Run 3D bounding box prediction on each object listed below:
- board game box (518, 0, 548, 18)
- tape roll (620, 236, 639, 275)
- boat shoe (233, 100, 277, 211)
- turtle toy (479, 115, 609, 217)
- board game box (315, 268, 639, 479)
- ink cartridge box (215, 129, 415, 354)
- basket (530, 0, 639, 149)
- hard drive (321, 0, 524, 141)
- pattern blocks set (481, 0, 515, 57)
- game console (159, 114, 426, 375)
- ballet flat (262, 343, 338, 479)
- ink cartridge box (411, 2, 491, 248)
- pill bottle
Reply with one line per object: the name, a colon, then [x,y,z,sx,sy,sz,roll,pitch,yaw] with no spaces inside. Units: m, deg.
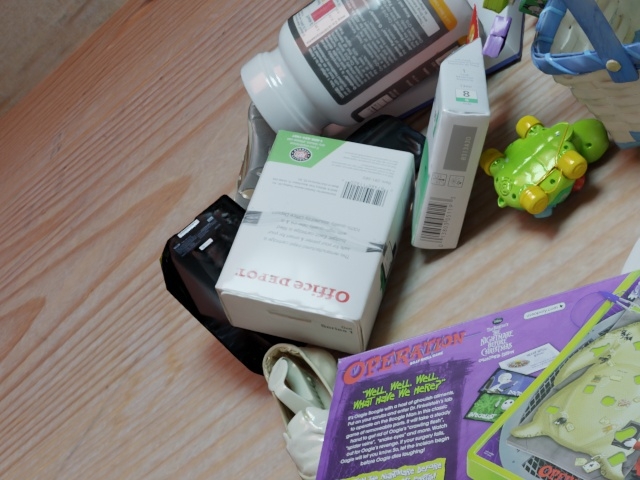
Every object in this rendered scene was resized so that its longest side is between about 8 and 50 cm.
board game box: [0.309,-0.433,1.112,0.213,0.046,0.317,74,-148,-87]
tape roll: [0.337,0.045,0.633,0.286,0.100,0.286,-33,32,24]
boat shoe: [-0.059,-0.054,1.310,0.116,0.123,0.324,113,167,-54]
turtle toy: [0.227,-0.075,0.968,0.130,0.066,0.095,-41,46,5]
board game box: [0.145,0.124,0.615,0.346,0.056,0.208,-21,41,32]
ink cartridge box: [0.000,0.000,1.070,0.160,0.093,0.219,12,60,14]
basket: [0.290,-0.244,0.862,0.201,0.289,0.255,-7,48,49]
hard drive: [0.135,-0.253,1.347,0.318,0.040,0.210,-25,36,36]
pattern blocks set: [0.203,-0.319,0.915,0.325,0.026,0.285,100,-165,-49]
game console: [-0.006,-0.019,1.167,0.361,0.044,0.213,-41,60,-16]
ballet flat: [-0.008,0.178,0.956,0.086,0.086,0.248,-43,29,7]
ink cartridge box: [0.137,-0.129,1.067,0.225,0.056,0.181,-87,4,-48]
pill bottle: [0.049,-0.242,1.217,0.278,0.162,0.162,-33,31,14]
